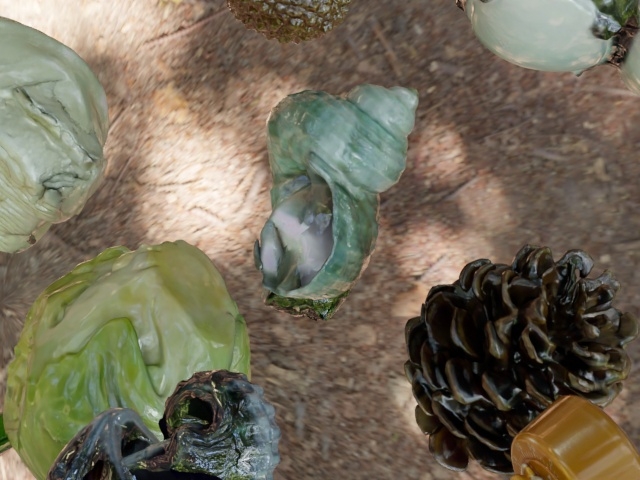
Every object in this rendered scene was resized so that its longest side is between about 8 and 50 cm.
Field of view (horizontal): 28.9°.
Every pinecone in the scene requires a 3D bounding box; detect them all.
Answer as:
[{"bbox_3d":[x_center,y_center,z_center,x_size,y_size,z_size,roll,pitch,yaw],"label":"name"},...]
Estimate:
[{"bbox_3d":[0.201,0.124,1.278,0.224,0.272,0.224,10,63,-20],"label":"pinecone"}]

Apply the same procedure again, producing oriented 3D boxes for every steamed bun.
[{"bbox_3d":[-0.415,-0.163,1.674,0.394,0.346,0.237,20,57,26],"label":"steamed bun"}]

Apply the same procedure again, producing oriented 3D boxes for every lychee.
[{"bbox_3d":[-0.055,-0.399,1.849,0.200,0.200,0.238,-34,69,-14],"label":"lychee"}]

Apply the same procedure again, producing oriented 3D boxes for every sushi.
[{"bbox_3d":[0.000,0.000,1.696,0.127,0.124,0.225,15,107,-7],"label":"sushi"}]

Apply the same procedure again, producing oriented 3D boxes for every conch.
[{"bbox_3d":[0.011,-0.071,1.412,0.195,0.220,0.277,42,91,-22],"label":"conch"}]

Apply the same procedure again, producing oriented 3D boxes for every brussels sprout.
[{"bbox_3d":[-0.232,0.168,1.478,0.344,0.268,0.344,4,105,15],"label":"brussels sprout"}]

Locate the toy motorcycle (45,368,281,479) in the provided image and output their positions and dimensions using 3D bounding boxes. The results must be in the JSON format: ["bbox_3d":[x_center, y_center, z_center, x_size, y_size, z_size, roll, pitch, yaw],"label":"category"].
[{"bbox_3d":[-0.096,0.207,0.723,0.159,0.106,0.270,3,86,31],"label":"toy motorcycle"}]

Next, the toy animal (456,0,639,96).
[{"bbox_3d":[0.162,-0.131,0.577,0.179,0.166,0.138,25,89,5],"label":"toy animal"}]

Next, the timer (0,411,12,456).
[{"bbox_3d":[-0.440,0.266,1.598,0.140,0.128,0.047,-25,81,-49],"label":"timer"}]

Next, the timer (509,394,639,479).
[{"bbox_3d":[0.168,0.213,0.981,0.152,0.132,0.132,-26,94,-17],"label":"timer"}]
